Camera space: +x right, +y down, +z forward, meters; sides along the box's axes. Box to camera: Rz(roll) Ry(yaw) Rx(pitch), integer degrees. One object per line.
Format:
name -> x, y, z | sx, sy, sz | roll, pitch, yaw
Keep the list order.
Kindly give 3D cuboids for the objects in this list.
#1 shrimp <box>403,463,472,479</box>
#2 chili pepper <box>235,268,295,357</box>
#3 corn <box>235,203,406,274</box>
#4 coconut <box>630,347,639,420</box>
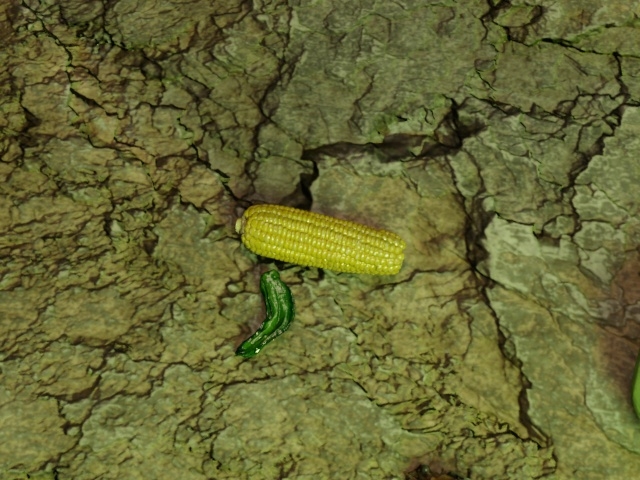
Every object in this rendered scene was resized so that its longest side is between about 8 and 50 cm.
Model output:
shrimp -> 0.186, 0.290, 1.676 | 0.144, 0.052, 0.251 | 21, 7, -42
chili pepper -> -0.057, 0.089, 1.871 | 0.055, 0.035, 0.118 | 6, 59, 18
corn -> 0.000, 0.000, 1.923 | 0.206, 0.067, 0.067 | 10, 51, 6
coconut -> 0.454, 0.152, 1.735 | 0.236, 0.236, 0.204 | 12, 85, 7
